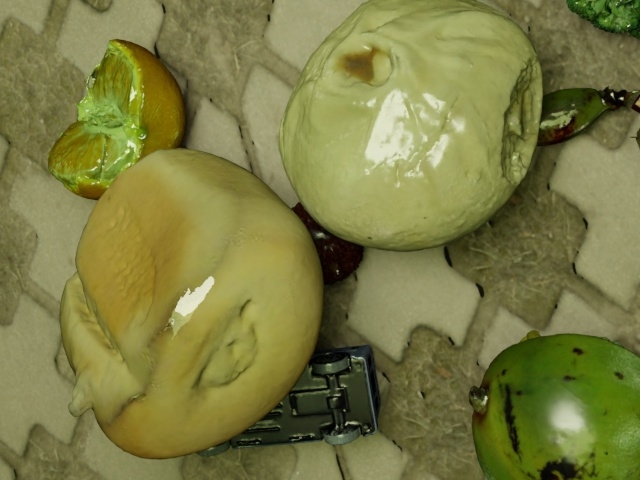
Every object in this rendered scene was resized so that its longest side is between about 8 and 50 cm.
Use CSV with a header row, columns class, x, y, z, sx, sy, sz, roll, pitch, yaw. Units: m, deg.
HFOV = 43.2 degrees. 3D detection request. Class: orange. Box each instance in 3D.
class,x,y,z,sx,sy,sz,roll,pitch,yaw
orange,-0.285,-0.165,1.191,0.179,0.159,0.237,30,97,52

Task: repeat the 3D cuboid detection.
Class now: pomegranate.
class,x,y,z,sx,sy,sz,roll,pitch,yaw
pomegranate,0.351,0.254,1.036,0.341,0.260,0.260,21,99,9

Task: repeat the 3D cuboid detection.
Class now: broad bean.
class,x,y,z,sx,sy,sz,roll,pitch,yaw
broad bean,0.262,-0.160,1.113,0.339,0.061,0.077,-7,72,13

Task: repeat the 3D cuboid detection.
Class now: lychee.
class,x,y,z,sx,sy,sz,roll,pitch,yaw
lychee,0.003,-0.002,1.163,0.123,0.123,0.129,-10,64,14

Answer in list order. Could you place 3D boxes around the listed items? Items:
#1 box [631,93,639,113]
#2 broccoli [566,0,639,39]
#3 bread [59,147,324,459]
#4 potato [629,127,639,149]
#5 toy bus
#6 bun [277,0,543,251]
class,x,y,z,sx,sy,sz,roll,pitch,yaw
box,0.446,-0.208,1.071,0.023,0.051,0.082,33,101,11
broccoli,0.415,-0.359,0.964,0.270,0.270,0.269,0,117,0
bread,-0.167,0.067,1.065,0.348,0.253,0.376,-58,40,6
potato,0.522,-0.105,1.023,0.251,0.113,0.149,16,76,16
toy bus,-0.063,0.228,1.186,0.292,0.133,0.125,-8,97,12
bun,0.099,-0.174,1.028,0.365,0.202,0.364,-11,61,21
